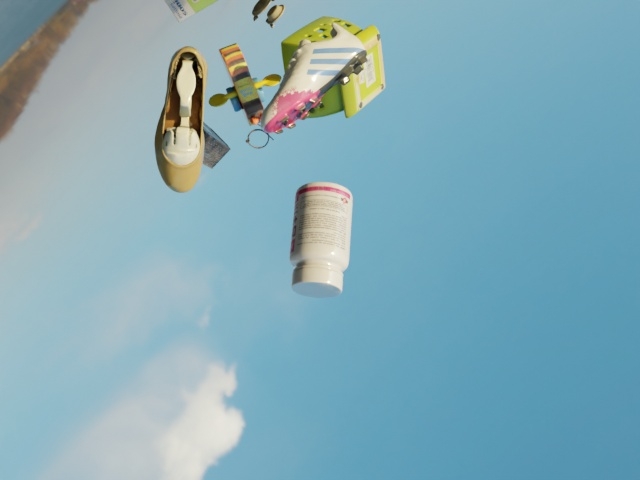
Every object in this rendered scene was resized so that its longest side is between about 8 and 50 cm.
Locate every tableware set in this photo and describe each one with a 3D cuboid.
[{"bbox_3d":[-0.090,-0.560,1.699,0.169,0.020,0.141,-45,-145,9],"label":"tableware set"}]

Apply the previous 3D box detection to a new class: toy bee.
[{"bbox_3d":[-0.182,-0.383,2.013,0.195,0.298,0.162,-41,-152,3],"label":"toy bee"}]

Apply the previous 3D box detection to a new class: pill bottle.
[{"bbox_3d":[0.000,0.000,1.987,0.160,0.160,0.283,-19,-122,44],"label":"pill bottle"}]

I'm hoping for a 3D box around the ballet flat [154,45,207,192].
[{"bbox_3d":[-0.220,-0.191,1.164,0.073,0.080,0.232,-164,-104,-79],"label":"ballet flat"}]

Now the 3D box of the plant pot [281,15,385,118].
[{"bbox_3d":[0.048,-0.468,2.025,0.207,0.228,0.227,13,-141,31],"label":"plant pot"}]

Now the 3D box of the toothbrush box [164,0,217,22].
[{"bbox_3d":[-0.268,-0.721,1.956,0.283,0.122,0.206,-20,-149,25],"label":"toothbrush box"}]

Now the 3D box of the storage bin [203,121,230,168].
[{"bbox_3d":[-0.349,-0.289,2.117,0.084,0.122,0.180,-46,164,5],"label":"storage bin"}]

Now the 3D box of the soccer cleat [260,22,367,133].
[{"bbox_3d":[-0.039,-0.385,1.754,0.331,0.143,0.116,-41,175,-17],"label":"soccer cleat"}]
